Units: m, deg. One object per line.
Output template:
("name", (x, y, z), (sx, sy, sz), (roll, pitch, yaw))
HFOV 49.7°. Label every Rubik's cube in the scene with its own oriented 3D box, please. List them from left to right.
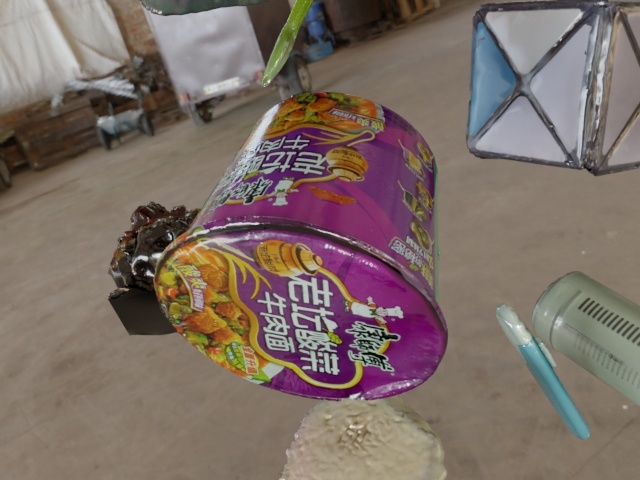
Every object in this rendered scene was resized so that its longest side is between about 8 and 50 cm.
("Rubik's cube", (0.488, -0.295, 1.319), (0.305, 0.310, 0.307), (-13, 20, -34))

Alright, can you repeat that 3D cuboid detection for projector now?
("projector", (0.404, 0.155, 0.796), (0.108, 0.108, 0.337), (-26, 39, -22))

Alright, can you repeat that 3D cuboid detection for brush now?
("brush", (0.001, 0.280, 0.693), (0.266, 0.166, 0.174), (-28, 44, -11))

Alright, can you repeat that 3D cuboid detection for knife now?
("knife", (-0.031, -0.272, 0.857), (0.026, 0.022, 0.184), (-1, 63, 62))
("knife", (0.264, 0.156, 0.808), (0.031, 0.222, 0.064), (-35, 24, 4))

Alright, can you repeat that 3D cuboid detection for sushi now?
("sushi", (-0.178, 0.026, 0.871), (0.172, 0.153, 0.150), (-24, 42, -10))

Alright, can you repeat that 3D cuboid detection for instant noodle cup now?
("instant noodle cup", (0.000, 0.000, 0.629), (0.251, 0.251, 0.190), (-7, 45, 25))

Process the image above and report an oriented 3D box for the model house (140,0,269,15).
("model house", (-0.112, -0.407, 0.652), (0.190, 0.301, 0.271), (-8, 44, -13))
